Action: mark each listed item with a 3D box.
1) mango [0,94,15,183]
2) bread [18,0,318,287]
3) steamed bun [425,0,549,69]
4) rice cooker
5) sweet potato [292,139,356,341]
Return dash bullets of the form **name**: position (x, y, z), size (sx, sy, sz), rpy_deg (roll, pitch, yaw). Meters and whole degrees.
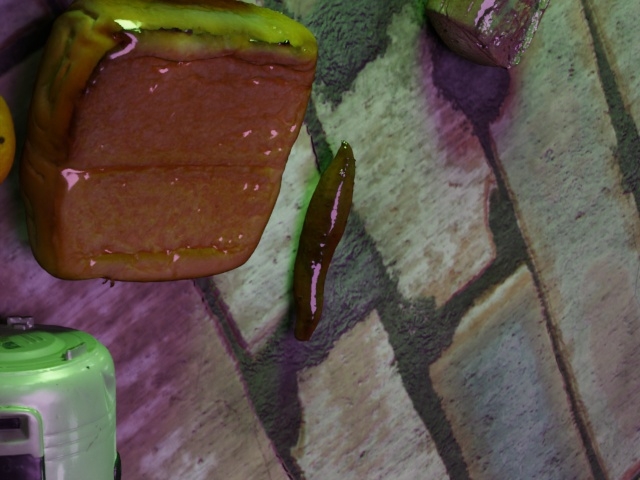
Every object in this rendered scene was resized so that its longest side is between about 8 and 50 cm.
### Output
- **mango**: position (-0.437, -0.114, 1.446), size (0.295, 0.120, 0.177), rpy_deg (11, 93, -41)
- **bread**: position (-0.184, -0.114, 1.631), size (0.337, 0.148, 0.328), rpy_deg (-5, 122, -41)
- **steamed bun**: position (0.226, -0.311, 1.956), size (0.175, 0.106, 0.144), rpy_deg (28, 83, -43)
- **rice cooker**: position (-0.326, 0.216, 1.564), size (0.226, 0.226, 0.244), rpy_deg (-11, 111, -38)
- **sweet potato**: position (0.000, 0.000, 1.885), size (0.057, 0.057, 0.264), rpy_deg (9, 99, -41)
